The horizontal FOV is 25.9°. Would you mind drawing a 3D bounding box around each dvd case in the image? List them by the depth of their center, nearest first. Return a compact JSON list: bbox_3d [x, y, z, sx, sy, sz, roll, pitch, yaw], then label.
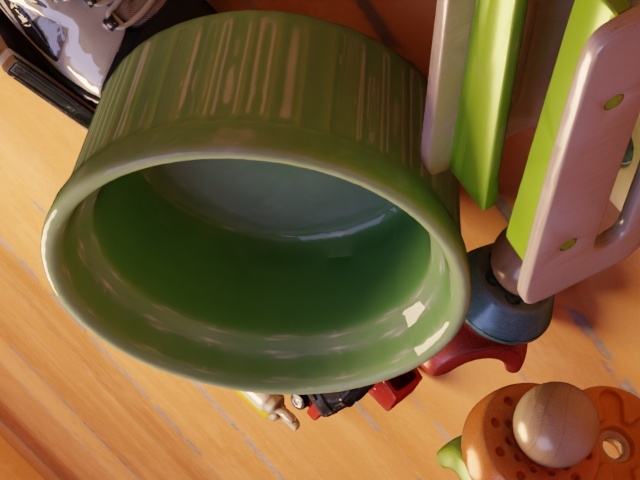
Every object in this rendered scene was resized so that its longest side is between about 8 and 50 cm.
[{"bbox_3d":[-0.229,-0.148,1.173,0.164,0.018,0.221,37,-172,-41],"label":"dvd case"}]

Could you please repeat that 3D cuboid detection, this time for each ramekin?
[{"bbox_3d":[-0.039,-0.026,1.015,0.304,0.148,0.303,4,144,3],"label":"ramekin"}]

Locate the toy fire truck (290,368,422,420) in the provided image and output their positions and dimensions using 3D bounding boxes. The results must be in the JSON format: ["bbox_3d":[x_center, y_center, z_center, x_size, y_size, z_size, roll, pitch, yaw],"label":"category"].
[{"bbox_3d":[0.000,0.112,1.412,0.192,0.047,0.135,46,137,12],"label":"toy fire truck"}]

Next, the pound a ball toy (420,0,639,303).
[{"bbox_3d":[0.131,-0.138,0.783,0.208,0.136,0.319,56,163,26],"label":"pound a ball toy"}]

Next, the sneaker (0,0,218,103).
[{"bbox_3d":[-0.196,-0.219,1.051,0.331,0.122,0.146,35,157,6],"label":"sneaker"}]

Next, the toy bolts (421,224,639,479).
[{"bbox_3d":[0.184,0.096,1.054,0.158,0.218,0.228,118,139,-51],"label":"toy bolts"}]

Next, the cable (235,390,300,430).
[{"bbox_3d":[-0.132,0.105,1.568,0.287,0.072,0.139,28,148,21],"label":"cable"}]

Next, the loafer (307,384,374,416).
[{"bbox_3d":[-0.038,0.070,1.328,0.223,0.078,0.076,52,-164,5],"label":"loafer"}]
